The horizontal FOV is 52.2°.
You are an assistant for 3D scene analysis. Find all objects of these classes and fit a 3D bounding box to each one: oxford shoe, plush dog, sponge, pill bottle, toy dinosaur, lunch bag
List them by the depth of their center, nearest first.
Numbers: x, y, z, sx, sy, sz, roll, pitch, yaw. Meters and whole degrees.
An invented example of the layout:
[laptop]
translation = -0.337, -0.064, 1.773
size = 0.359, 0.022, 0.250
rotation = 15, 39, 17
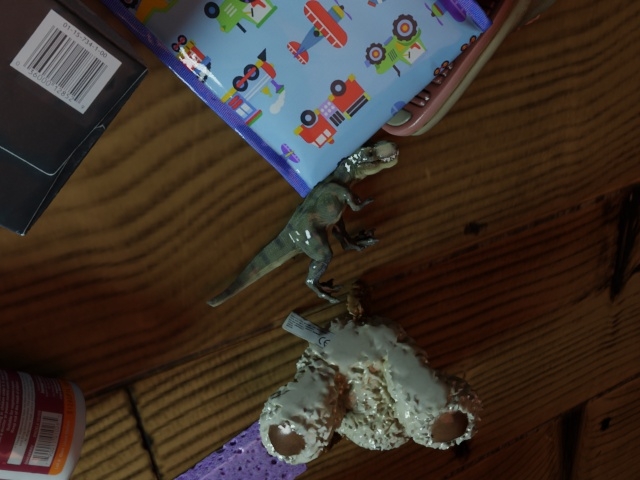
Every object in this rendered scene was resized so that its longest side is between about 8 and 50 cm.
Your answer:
[lunch bag]
translation = -0.042, -0.221, 0.547
size = 0.221, 0.138, 0.293
rotation = -42, 121, 11
[pill bottle]
translation = -0.343, 0.170, 0.598
size = 0.221, 0.121, 0.121
rotation = 24, 103, -38
[oxford shoe]
translation = 0.189, -0.245, 0.679
size = 0.130, 0.123, 0.348
rotation = 25, 103, -44
[toy dinosaur]
translation = 0.000, 0.000, 0.749
size = 0.268, 0.064, 0.118
rotation = -46, 123, 3
[plush dog]
translation = 0.064, 0.196, 0.851
size = 0.263, 0.210, 0.225
rotation = -8, 140, 5
[sponge]
translation = -0.125, 0.330, 0.881
size = 0.210, 0.031, 0.117
rotation = -32, 129, -11

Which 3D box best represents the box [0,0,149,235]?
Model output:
[box]
translation = -0.275, -0.147, 0.442
size = 0.247, 0.142, 0.163
rotation = 35, 94, -41
